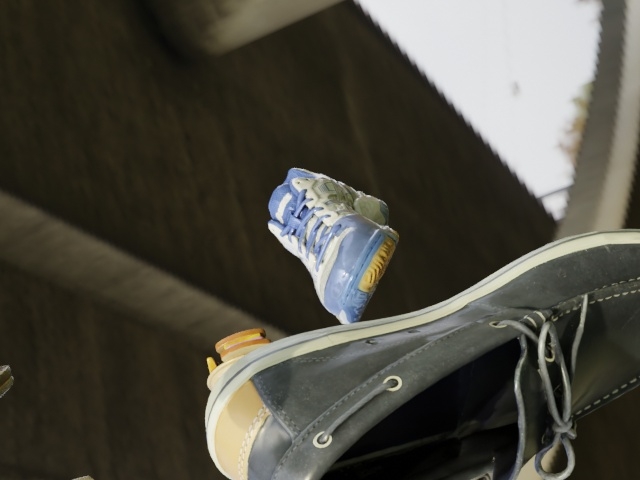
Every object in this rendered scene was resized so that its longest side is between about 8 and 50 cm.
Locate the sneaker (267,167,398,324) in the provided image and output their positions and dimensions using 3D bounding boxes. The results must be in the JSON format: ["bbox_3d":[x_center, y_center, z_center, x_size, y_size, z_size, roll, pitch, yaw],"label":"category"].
[{"bbox_3d":[0.000,0.000,1.583,0.131,0.112,0.296,28,-171,-8],"label":"sneaker"}]

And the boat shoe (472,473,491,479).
[{"bbox_3d":[0.142,0.410,1.774,0.112,0.095,0.335,-9,-76,-46],"label":"boat shoe"}]

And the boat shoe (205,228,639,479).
[{"bbox_3d":[0.154,0.124,1.284,0.156,0.500,0.187,48,146,48],"label":"boat shoe"}]

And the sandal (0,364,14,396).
[{"bbox_3d":[-0.244,0.140,0.925,0.049,0.072,0.180,65,-151,-25],"label":"sandal"}]

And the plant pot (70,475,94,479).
[{"bbox_3d":[-0.255,0.314,1.591,0.109,0.109,0.096,36,-131,22],"label":"plant pot"}]

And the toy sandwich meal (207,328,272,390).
[{"bbox_3d":[-0.065,0.111,1.343,0.085,0.085,0.029,40,-151,-54],"label":"toy sandwich meal"}]
